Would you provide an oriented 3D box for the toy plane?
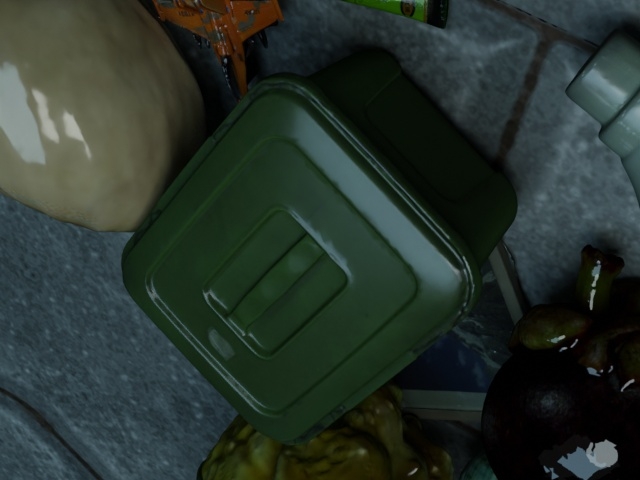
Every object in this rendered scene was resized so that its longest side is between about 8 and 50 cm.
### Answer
[{"bbox_3d":[-0.081,-0.182,1.190,0.135,0.062,0.188,6,142,30],"label":"toy plane"}]

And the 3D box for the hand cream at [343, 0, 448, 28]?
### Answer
[{"bbox_3d":[0.049,-0.206,1.101,0.122,0.023,0.036,16,129,18],"label":"hand cream"}]

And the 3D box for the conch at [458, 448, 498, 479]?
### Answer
[{"bbox_3d":[0.222,0.248,1.294,0.188,0.176,0.122,-10,96,15],"label":"conch"}]

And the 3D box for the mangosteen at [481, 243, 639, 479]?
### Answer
[{"bbox_3d":[0.241,0.126,1.145,0.211,0.211,0.250,-3,98,36],"label":"mangosteen"}]

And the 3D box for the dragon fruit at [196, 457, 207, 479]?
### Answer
[{"bbox_3d":[-0.053,0.377,1.545,0.273,0.198,0.218,10,139,28],"label":"dragon fruit"}]

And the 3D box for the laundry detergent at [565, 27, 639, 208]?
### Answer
[{"bbox_3d":[0.366,-0.024,0.975,0.398,0.125,0.264,39,139,2],"label":"laundry detergent"}]

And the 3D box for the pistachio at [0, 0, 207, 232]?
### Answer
[{"bbox_3d":[-0.233,-0.140,1.220,0.230,0.230,0.309,-8,112,38],"label":"pistachio"}]

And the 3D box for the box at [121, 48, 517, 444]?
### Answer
[{"bbox_3d":[0.000,0.000,1.175,0.253,0.178,0.328,46,131,0],"label":"box"}]

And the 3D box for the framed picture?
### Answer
[{"bbox_3d":[0.114,0.071,1.296,0.209,0.019,0.281,-5,123,37],"label":"framed picture"}]

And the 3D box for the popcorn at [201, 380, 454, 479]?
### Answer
[{"bbox_3d":[0.016,0.273,1.337,0.247,0.282,0.282,-20,113,38],"label":"popcorn"}]
